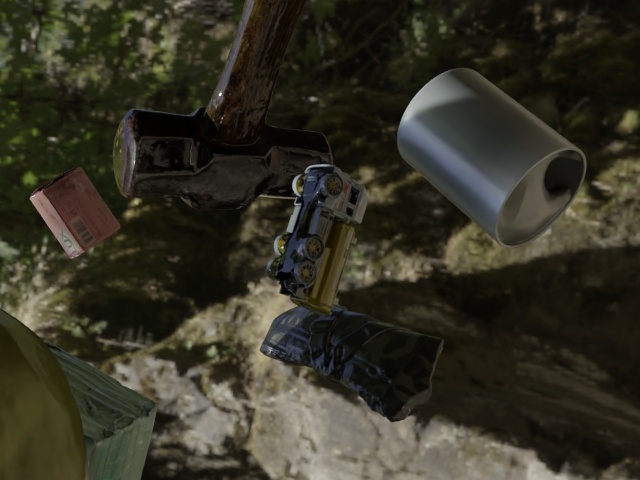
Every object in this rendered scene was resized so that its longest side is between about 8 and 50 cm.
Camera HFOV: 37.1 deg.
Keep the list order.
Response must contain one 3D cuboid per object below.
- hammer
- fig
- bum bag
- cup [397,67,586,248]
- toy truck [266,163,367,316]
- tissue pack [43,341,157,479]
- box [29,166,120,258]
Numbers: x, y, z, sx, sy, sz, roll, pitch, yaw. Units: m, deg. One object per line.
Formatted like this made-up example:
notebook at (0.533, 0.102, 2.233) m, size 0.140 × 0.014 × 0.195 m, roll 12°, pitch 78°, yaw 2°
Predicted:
hammer at (-0.063, -0.197, 0.993) m, size 0.409 × 0.242 × 0.095 m, roll 115°, pitch 146°, yaw -41°
fig at (-0.398, 0.220, 0.973) m, size 0.343 × 0.343 × 0.344 m, roll 8°, pitch -90°, yaw -69°
bum bag at (0.045, 0.156, 1.394) m, size 0.144 × 0.340 × 0.095 m, roll -47°, pitch -54°, yaw -20°
cup at (0.147, -0.063, 0.805) m, size 0.099 × 0.133 × 0.136 m, roll -46°, pitch -34°, yaw 2°
toy truck at (0.000, 0.000, 0.825) m, size 0.062 × 0.052 × 0.123 m, roll 24°, pitch -102°, yaw -35°
tissue pack at (-0.404, 0.341, 1.309) m, size 0.162 × 0.287 × 0.388 m, roll -29°, pitch -40°, yaw -60°
box at (-0.475, -0.055, 1.851) m, size 0.111 × 0.060 × 0.156 m, roll -41°, pitch -74°, yaw -44°
